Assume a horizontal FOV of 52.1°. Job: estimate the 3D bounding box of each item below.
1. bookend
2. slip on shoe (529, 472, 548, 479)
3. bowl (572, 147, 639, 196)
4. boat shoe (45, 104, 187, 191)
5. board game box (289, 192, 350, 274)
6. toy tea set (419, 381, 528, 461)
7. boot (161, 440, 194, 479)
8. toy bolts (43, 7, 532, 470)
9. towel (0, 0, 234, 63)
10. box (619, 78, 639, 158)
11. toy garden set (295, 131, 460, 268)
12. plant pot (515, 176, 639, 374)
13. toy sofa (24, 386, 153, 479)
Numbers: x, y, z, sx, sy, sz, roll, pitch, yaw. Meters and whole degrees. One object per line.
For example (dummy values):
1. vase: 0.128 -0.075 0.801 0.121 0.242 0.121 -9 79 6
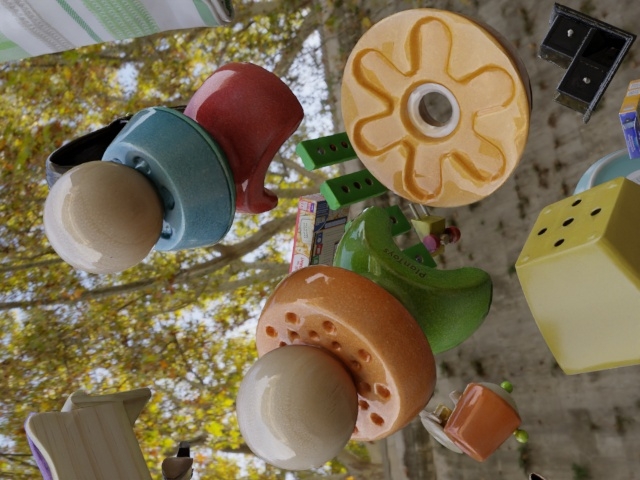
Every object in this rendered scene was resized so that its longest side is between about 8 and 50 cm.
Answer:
1. bookend: 0.458 -0.323 1.194 0.156 0.157 0.072 -59 -15 -1
2. slip on shoe: 0.419 0.470 1.184 0.135 0.051 0.041 -113 -2 -74
3. bowl: 0.577 -0.050 1.167 0.163 0.312 0.311 55 -138 -46
4. boat shoe: -0.238 -0.119 0.824 0.081 0.068 0.228 36 -126 20
5. board game box: 0.000 0.000 1.358 0.147 0.045 0.193 -16 -62 -58
6. toy tea set: 0.172 0.203 1.029 0.336 0.200 0.124 45 -104 -10
7. boot: -0.207 0.351 0.950 0.118 0.042 0.086 -73 -8 -80
8. toy bolts: -0.026 -0.017 0.339 0.229 0.218 0.158 30 -138 20
9. towel: -0.129 -0.123 0.330 0.113 0.152 0.023 50 -149 -78
10. box: 0.498 -0.189 1.029 0.136 0.028 0.081 -49 -58 -41
11. toy garden set: 0.090 -0.052 0.983 0.204 0.049 0.244 -21 -105 -44
12. plant pot: 0.407 0.038 0.935 0.187 0.212 0.212 46 -126 -11
13. toy sofa: -0.256 0.376 0.814 0.177 0.150 0.362 -1 -134 -45
